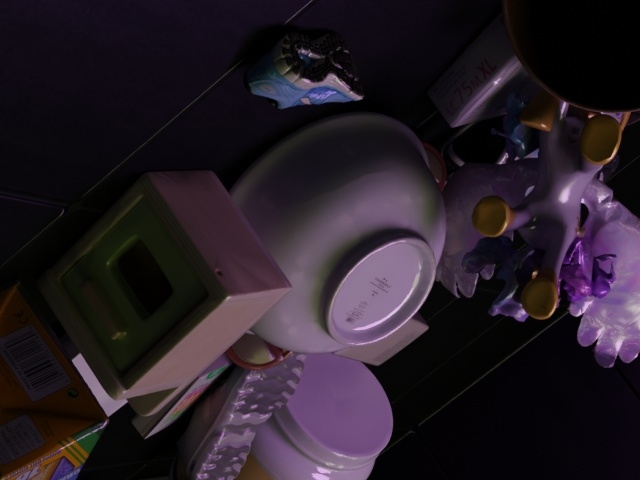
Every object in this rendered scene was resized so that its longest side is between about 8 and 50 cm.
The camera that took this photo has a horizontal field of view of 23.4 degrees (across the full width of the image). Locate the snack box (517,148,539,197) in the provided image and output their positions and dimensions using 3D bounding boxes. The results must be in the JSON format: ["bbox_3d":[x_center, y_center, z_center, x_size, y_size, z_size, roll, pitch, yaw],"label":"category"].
[{"bbox_3d":[0.210,-0.044,2.193,0.187,0.060,0.322,-29,163,-25],"label":"snack box"}]

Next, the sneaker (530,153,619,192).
[{"bbox_3d":[0.376,-0.133,2.228,0.153,0.101,0.269,-39,162,-38],"label":"sneaker"}]

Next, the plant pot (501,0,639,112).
[{"bbox_3d":[0.320,-0.261,1.573,0.215,0.215,0.230,-44,177,29],"label":"plant pot"}]

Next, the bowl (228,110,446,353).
[{"bbox_3d":[0.031,0.019,1.665,0.298,0.134,0.298,-23,136,-24],"label":"bowl"}]

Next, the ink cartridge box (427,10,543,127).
[{"bbox_3d":[0.280,-0.227,1.795,0.311,0.065,0.186,-14,156,-46],"label":"ink cartridge box"}]

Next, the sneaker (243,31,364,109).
[{"bbox_3d":[-0.017,-0.153,1.428,0.073,0.063,0.162,-23,167,27],"label":"sneaker"}]

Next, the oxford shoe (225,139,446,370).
[{"bbox_3d":[0.000,0.000,1.856,0.348,0.123,0.130,-41,-159,-4],"label":"oxford shoe"}]

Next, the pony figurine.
[{"bbox_3d":[0.267,-0.035,1.746,0.363,0.302,0.351,-36,146,-68],"label":"pony figurine"}]

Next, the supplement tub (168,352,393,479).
[{"bbox_3d":[-0.063,0.331,2.392,0.241,0.241,0.331,-17,156,-49],"label":"supplement tub"}]

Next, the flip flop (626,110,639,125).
[{"bbox_3d":[0.428,-0.253,1.985,0.277,0.112,0.080,-52,172,33],"label":"flip flop"}]

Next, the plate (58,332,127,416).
[{"bbox_3d":[-0.277,0.159,1.794,0.278,0.045,0.277,-39,165,8],"label":"plate"}]

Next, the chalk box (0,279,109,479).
[{"bbox_3d":[-0.358,0.206,1.518,0.179,0.180,0.289,-24,160,-36],"label":"chalk box"}]

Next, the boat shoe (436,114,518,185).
[{"bbox_3d":[0.174,-0.094,1.942,0.258,0.095,0.084,-49,158,8],"label":"boat shoe"}]

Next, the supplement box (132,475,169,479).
[{"bbox_3d":[-0.278,0.470,2.597,0.111,0.114,0.220,-39,166,11],"label":"supplement box"}]

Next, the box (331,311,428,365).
[{"bbox_3d":[0.070,0.115,2.308,0.113,0.094,0.275,-37,164,6],"label":"box"}]

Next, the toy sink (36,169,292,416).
[{"bbox_3d":[-0.175,0.061,1.527,0.234,0.153,0.131,-42,163,25],"label":"toy sink"}]

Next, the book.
[{"bbox_3d":[-0.191,0.213,2.177,0.144,0.035,0.096,-46,165,31],"label":"book"}]

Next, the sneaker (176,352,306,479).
[{"bbox_3d":[-0.128,0.221,2.222,0.105,0.115,0.281,23,105,-47],"label":"sneaker"}]
